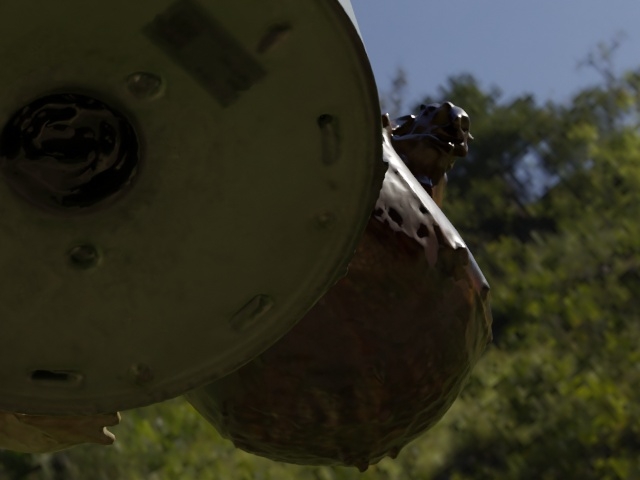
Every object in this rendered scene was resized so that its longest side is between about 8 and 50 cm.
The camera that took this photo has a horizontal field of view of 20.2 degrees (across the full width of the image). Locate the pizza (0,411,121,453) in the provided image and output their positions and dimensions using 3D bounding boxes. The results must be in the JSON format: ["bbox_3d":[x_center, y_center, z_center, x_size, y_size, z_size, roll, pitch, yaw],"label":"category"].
[{"bbox_3d":[-0.210,0.045,0.723,0.297,0.189,0.071,3,-83,12],"label":"pizza"}]

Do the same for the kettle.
[{"bbox_3d":[-0.057,-0.100,0.563,0.240,0.255,0.165,-41,-64,17],"label":"kettle"}]

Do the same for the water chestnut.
[{"bbox_3d":[0.000,0.000,1.361,0.302,0.350,0.350,-33,-41,-15],"label":"water chestnut"}]
